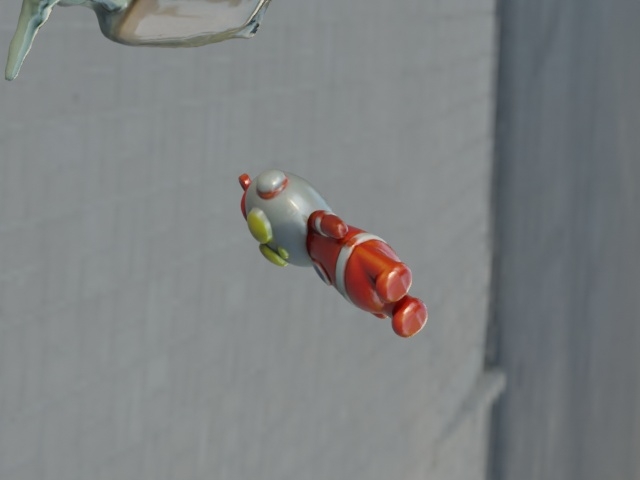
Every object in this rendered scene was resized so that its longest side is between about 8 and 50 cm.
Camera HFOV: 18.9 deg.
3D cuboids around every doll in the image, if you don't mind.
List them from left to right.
[{"bbox_3d":[0.000,0.000,1.752,0.076,0.245,0.142,-44,142,-17],"label":"doll"}]

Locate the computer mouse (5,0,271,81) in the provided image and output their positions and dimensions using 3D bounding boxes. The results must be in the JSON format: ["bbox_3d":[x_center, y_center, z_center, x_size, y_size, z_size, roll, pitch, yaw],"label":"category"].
[{"bbox_3d":[-0.050,-0.240,1.055,0.389,0.199,0.115,-56,-176,0],"label":"computer mouse"}]
